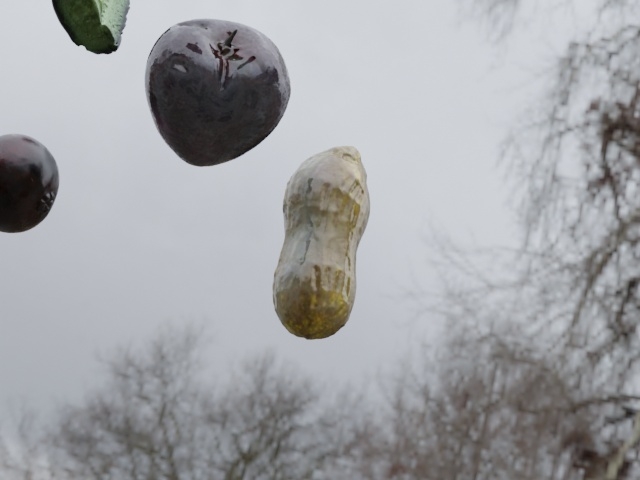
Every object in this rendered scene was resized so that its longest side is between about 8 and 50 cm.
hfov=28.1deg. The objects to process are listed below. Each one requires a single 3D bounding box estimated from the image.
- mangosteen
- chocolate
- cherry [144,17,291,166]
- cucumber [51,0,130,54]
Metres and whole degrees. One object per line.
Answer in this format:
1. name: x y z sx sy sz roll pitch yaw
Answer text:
1. mangosteen: -0.397 -0.077 1.604 0.140 0.140 0.140 12 -22 5
2. chocolate: 0.000 0.000 1.900 0.134 0.309 0.134 10 -21 4
3. cherry: -0.118 -0.173 1.480 0.176 0.140 0.176 -3 -46 -3
4. cucumber: -0.317 -0.356 1.758 0.085 0.193 0.115 -12 -38 33
